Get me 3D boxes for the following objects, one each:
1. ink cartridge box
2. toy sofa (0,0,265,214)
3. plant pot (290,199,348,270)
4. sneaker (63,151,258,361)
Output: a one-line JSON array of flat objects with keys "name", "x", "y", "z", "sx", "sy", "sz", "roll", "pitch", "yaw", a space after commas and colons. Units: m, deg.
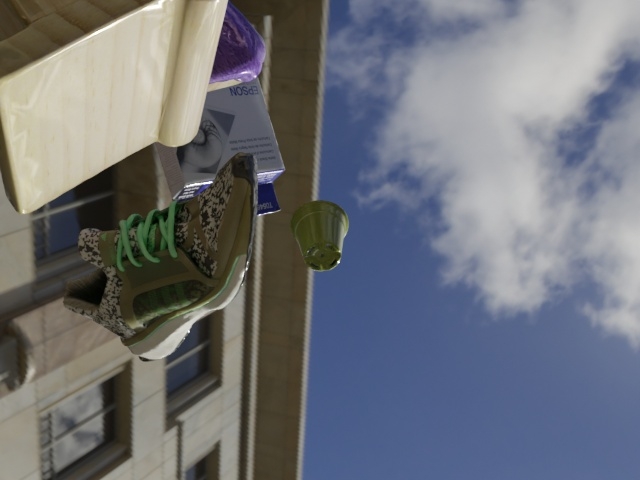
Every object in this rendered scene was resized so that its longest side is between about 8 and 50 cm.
[{"name": "ink cartridge box", "x": -0.155, "y": -0.141, "z": 1.471, "sx": 0.045, "sy": 0.223, "sz": 0.224, "roll": -17, "pitch": -91, "yaw": 43}, {"name": "toy sofa", "x": -0.179, "y": -0.213, "z": 0.493, "sx": 0.362, "sy": 0.177, "sz": 0.150, "roll": 53, "pitch": -23, "yaw": 10}, {"name": "plant pot", "x": 0.000, "y": 0.000, "z": 1.299, "sx": 0.083, "sy": 0.079, "sz": 0.083, "roll": -1, "pitch": -56, "yaw": -2}, {"name": "sneaker", "x": -0.215, "y": 0.022, "z": 1.208, "sx": 0.182, "sy": 0.158, "sz": 0.410, "roll": 19, "pitch": -43, "yaw": -26}]
